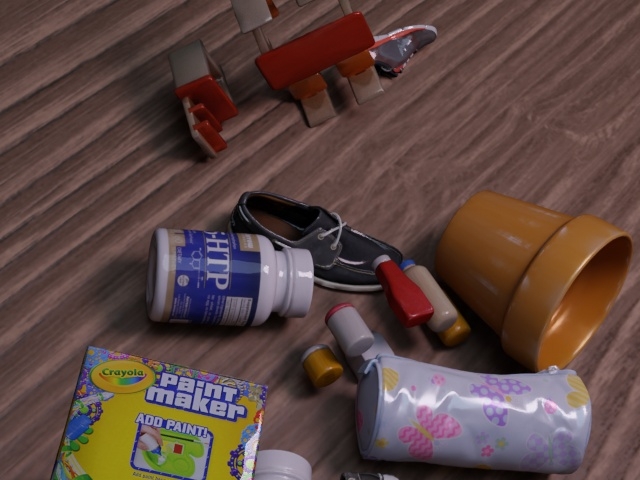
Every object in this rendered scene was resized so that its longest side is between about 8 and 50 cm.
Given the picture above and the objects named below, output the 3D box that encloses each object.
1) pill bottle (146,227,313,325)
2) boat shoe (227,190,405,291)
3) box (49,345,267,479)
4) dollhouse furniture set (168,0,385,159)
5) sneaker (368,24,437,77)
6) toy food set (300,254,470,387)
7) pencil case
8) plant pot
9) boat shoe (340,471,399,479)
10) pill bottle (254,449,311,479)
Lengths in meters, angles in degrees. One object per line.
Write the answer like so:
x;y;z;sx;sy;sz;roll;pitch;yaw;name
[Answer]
-0.108;0.046;1.504;0.187;0.112;0.112;3;55;-14;pill bottle
0.000;0.000;1.591;0.233;0.079;0.084;19;51;-4;boat shoe
-0.180;0.301;1.188;0.177;0.290;0.279;13;54;-7;box
-0.055;-0.223;1.643;0.259;0.262;0.135;-24;62;8;dollhouse furniture set
0.106;-0.269;1.838;0.158;0.061;0.065;-20;90;-26;sneaker
0.071;0.088;1.529;0.232;0.111;0.104;-16;56;-27;toy food set
0.176;0.202;1.467;0.273;0.113;0.124;5;98;-11;pencil case
0.253;0.036;1.580;0.188;0.205;0.205;33;51;28;plant pot
0.047;0.349;1.360;0.070;0.077;0.219;10;45;-10;boat shoe
-0.054;0.322;1.322;0.108;0.108;0.193;11;50;-9;pill bottle
